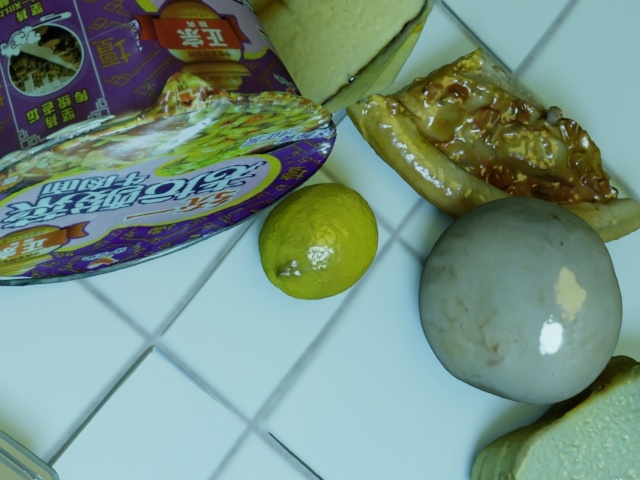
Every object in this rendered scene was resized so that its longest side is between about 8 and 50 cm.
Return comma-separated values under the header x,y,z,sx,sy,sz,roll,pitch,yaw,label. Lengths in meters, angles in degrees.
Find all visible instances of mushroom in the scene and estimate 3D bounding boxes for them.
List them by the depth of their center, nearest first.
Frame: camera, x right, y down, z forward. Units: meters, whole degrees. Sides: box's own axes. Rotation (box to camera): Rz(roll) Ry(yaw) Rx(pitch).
x,y,z,sx,sy,sz,roll,pitch,yaw,label
0.213,0.058,1.003,0.209,0.206,0.206,-5,81,-24,mushroom

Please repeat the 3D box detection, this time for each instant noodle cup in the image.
x,y,z,sx,sy,sz,roll,pitch,yaw,label
-0.182,-0.146,0.830,0.339,0.340,0.266,-15,76,-24,instant noodle cup

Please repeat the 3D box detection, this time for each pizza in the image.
x,y,z,sx,sy,sz,roll,pitch,yaw,label
0.197,-0.094,1.091,0.365,0.074,0.182,27,79,-16,pizza

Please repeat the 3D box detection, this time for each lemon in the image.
x,y,z,sx,sy,sz,roll,pitch,yaw,label
0.000,0.000,0.976,0.133,0.109,0.109,-38,94,-32,lemon

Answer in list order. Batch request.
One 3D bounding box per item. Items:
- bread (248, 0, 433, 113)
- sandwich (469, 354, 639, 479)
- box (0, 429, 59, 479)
x,y,z,sx,sy,sz,roll,pitch,yaw,label
-0.016,-0.257,0.960,0.135,0.178,0.240,-29,77,-23,bread
0.291,0.262,1.049,0.251,0.087,0.226,-30,93,-27,sandwich
-0.290,0.198,0.844,0.122,0.062,0.089,40,68,-11,box
